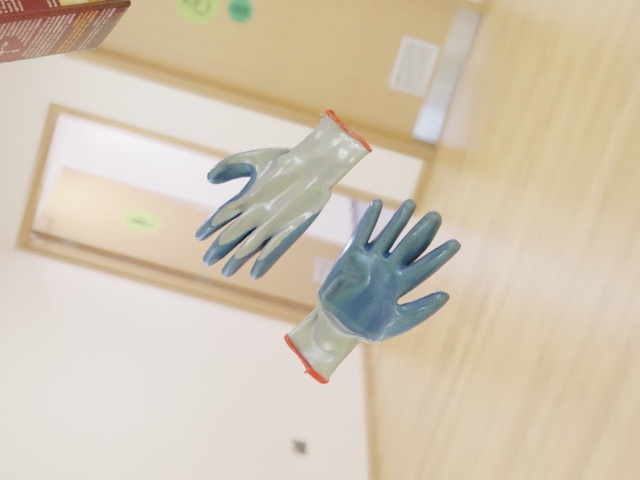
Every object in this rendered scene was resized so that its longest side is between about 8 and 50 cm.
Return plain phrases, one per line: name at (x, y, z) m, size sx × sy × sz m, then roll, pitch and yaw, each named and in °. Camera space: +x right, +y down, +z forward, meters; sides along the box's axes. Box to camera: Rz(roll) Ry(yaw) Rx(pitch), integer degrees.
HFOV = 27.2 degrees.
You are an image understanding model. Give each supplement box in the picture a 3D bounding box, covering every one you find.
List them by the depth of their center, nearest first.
supplement box at (-0.262, -0.203, 1.060) m, size 0.081 × 0.188 × 0.104 m, roll -37°, pitch 74°, yaw 50°

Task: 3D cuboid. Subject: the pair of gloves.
pair of gloves at (0.000, 0.000, 0.995) m, size 0.159 × 0.198 × 0.023 m, roll -44°, pitch -7°, yaw 10°
